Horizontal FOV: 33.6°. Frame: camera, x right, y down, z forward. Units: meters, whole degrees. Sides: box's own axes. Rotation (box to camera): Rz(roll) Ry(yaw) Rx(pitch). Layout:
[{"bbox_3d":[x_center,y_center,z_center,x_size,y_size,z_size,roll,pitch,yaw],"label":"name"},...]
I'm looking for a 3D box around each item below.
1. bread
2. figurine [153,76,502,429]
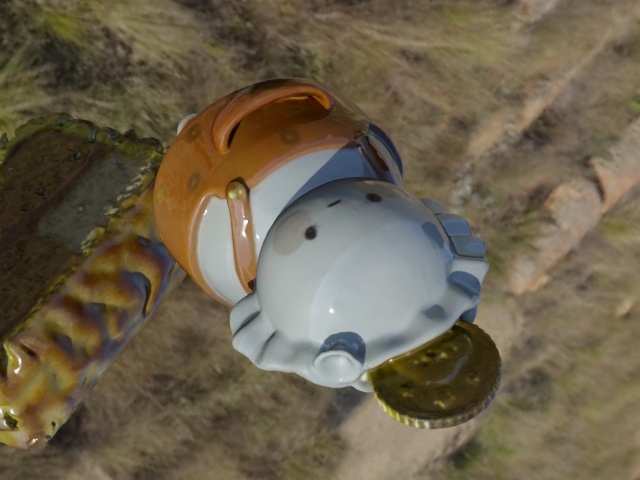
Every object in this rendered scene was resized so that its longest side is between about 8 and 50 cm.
[{"bbox_3d":[-0.188,0.019,0.699,0.222,0.181,0.096,-54,140,-31],"label":"bread"},{"bbox_3d":[0.000,0.005,0.565,0.143,0.271,0.143,-25,147,-18],"label":"figurine"}]
